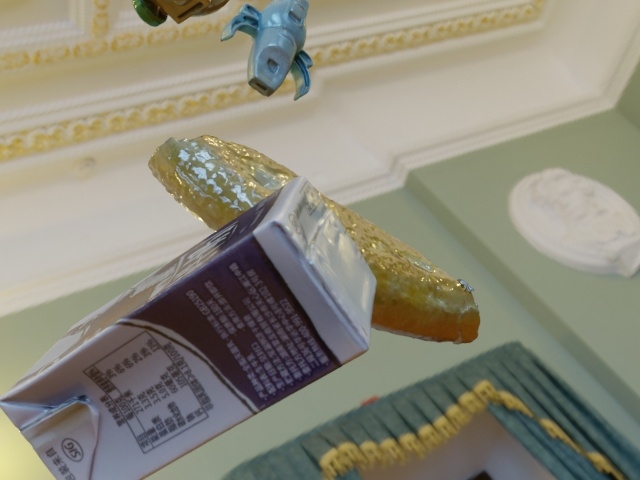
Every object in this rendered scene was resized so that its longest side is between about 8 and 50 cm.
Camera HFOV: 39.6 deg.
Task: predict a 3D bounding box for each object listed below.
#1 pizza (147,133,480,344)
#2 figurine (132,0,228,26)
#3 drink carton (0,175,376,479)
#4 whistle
[{"bbox_3d":[0.000,0.000,0.875,0.366,0.182,0.073,28,-72,-18],"label":"pizza"},{"bbox_3d":[-0.243,-0.453,1.275,0.124,0.222,0.324,-24,-46,28],"label":"figurine"},{"bbox_3d":[-0.081,0.066,0.590,0.222,0.101,0.134,-33,12,13],"label":"drink carton"},{"bbox_3d":[-0.077,-0.356,1.587,0.186,0.273,0.093,37,-46,-24],"label":"whistle"}]
